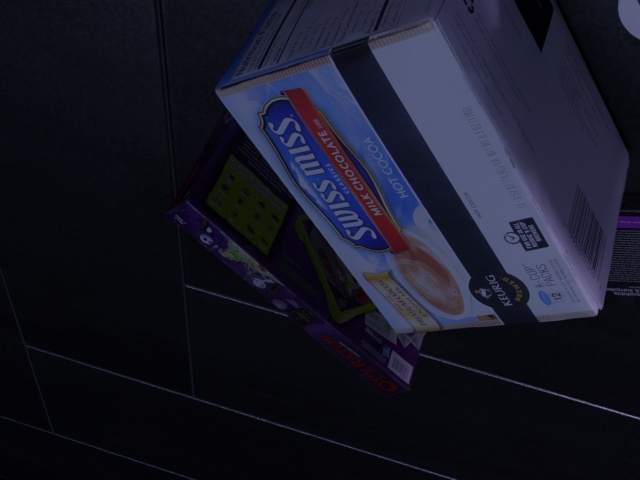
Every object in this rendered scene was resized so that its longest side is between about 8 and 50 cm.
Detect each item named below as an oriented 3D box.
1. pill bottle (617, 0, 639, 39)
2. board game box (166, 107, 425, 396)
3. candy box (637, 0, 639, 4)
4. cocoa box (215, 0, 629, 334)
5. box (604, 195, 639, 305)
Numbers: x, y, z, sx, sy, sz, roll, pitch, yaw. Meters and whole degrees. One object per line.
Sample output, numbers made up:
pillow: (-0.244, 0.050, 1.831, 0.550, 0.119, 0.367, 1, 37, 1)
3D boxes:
pill bottle: (0.276, -0.228, 0.757, 0.087, 0.160, 0.087, 14, 141, 11)
board game box: (0.000, 0.000, 1.117, 0.347, 0.208, 0.056, 42, 141, -21)
candy box: (0.312, -0.256, 0.549, 0.317, 0.268, 0.122, -27, 146, 21)
cocoa box: (0.114, -0.109, 0.915, 0.228, 0.231, 0.347, -11, 130, 36)
box: (0.337, 0.014, 1.112, 0.116, 0.029, 0.162, 3, 136, 24)
